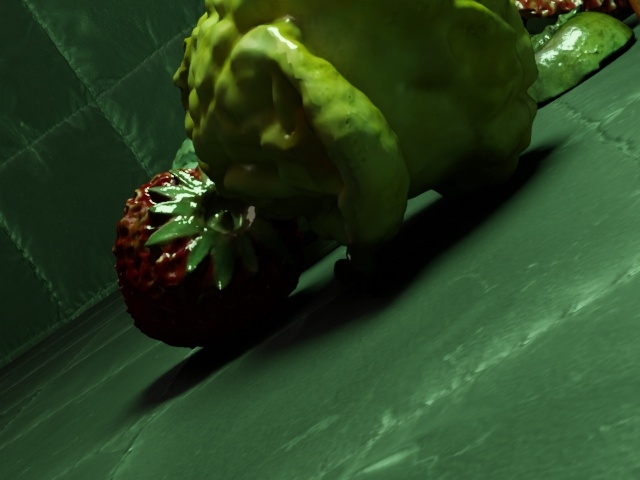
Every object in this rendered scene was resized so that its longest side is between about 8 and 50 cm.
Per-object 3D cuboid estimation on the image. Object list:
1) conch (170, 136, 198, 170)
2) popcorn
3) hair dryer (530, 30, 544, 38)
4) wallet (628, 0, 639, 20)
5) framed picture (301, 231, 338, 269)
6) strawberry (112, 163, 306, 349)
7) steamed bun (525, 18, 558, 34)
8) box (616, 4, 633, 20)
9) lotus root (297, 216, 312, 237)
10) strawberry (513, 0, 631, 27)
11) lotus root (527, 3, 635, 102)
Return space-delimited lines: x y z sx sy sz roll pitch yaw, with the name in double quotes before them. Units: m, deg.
"conch" -0.098 -0.114 1.851 0.319 0.215 0.303 -36 -15 -46
"popcorn" 0.037 -0.119 1.117 0.349 0.349 0.381 -29 47 40
"hair dryer" 0.220 -0.227 1.789 0.352 0.125 0.210 -23 7 12
"wallet" 0.409 -0.391 1.502 0.142 0.204 0.045 -26 8 41
"framed picture" 0.000 0.000 1.520 0.168 0.023 0.128 -34 6 4
"strawberry" -0.131 0.035 1.304 0.205 0.205 0.244 -39 -13 -35
"steamed bun" 0.375 -0.485 1.897 0.255 0.342 0.368 11 20 43
"box" 0.452 -0.401 1.759 0.224 0.120 0.069 -34 8 -5
"lotus root" -0.084 -0.047 1.519 0.173 0.173 0.309 -39 7 -34
"strawberry" 0.308 -0.374 1.625 0.234 0.178 0.234 0 8 0
"lotus root" 0.294 -0.233 1.514 0.183 0.078 0.203 -35 5 -6
